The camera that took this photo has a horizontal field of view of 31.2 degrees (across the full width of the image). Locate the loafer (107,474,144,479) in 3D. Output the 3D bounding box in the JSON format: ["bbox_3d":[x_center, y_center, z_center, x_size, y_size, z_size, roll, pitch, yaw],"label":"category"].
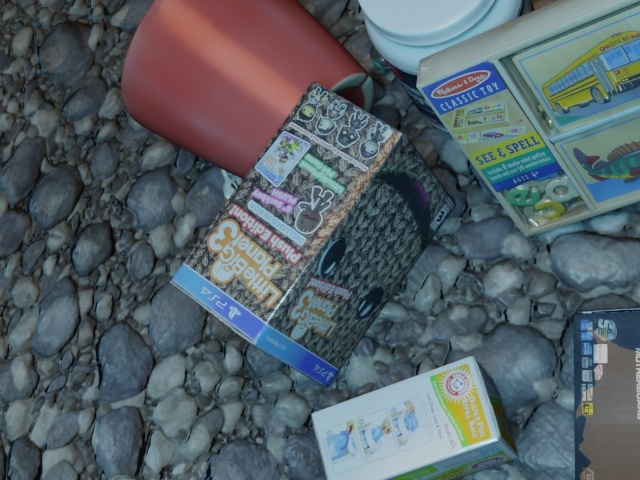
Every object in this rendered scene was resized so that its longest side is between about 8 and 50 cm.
[{"bbox_3d":[-0.283,0.446,1.407,0.111,0.112,0.319,20,79,36],"label":"loafer"}]

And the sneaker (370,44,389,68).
[{"bbox_3d":[0.119,-0.307,1.538,0.065,0.076,0.166,38,88,30],"label":"sneaker"}]

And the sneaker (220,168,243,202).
[{"bbox_3d":[-0.118,-0.089,1.586,0.037,0.032,0.083,-13,71,3],"label":"sneaker"}]

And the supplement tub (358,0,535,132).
[{"bbox_3d":[0.165,-0.259,1.389,0.191,0.272,0.191,-8,68,20],"label":"supplement tub"}]

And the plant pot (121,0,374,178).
[{"bbox_3d":[-0.082,-0.199,1.489,0.243,0.275,0.275,38,88,19],"label":"plant pot"}]

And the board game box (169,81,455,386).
[{"bbox_3d":[0.000,0.000,1.386,0.141,0.232,0.291,34,87,29],"label":"board game box"}]

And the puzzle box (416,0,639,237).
[{"bbox_3d":[0.345,-0.161,1.237,0.408,0.272,0.052,-20,39,30],"label":"puzzle box"}]

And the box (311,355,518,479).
[{"bbox_3d":[0.111,0.225,1.323,0.203,0.114,0.103,-22,63,13],"label":"box"}]

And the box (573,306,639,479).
[{"bbox_3d":[0.374,0.189,1.260,0.183,0.059,0.233,-3,70,20],"label":"box"}]
